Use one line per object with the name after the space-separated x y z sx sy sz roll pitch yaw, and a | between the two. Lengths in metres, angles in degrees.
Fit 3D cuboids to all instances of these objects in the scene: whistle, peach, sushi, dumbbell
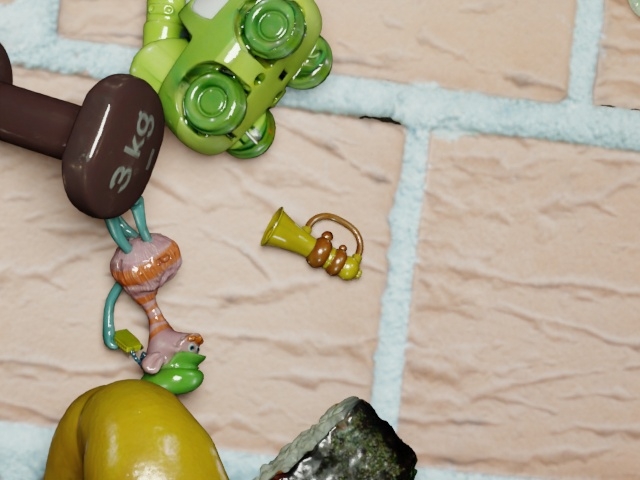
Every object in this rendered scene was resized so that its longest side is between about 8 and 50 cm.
-0.004 0.002 1.478 0.109 0.057 0.046 24 130 -14 | whistle
-0.176 0.252 1.341 0.153 0.251 0.251 -8 89 -36 | peach
-0.007 0.265 1.419 0.225 0.124 0.127 -43 93 -12 | sushi
-0.271 -0.113 1.363 0.225 0.124 0.140 17 82 20 | dumbbell

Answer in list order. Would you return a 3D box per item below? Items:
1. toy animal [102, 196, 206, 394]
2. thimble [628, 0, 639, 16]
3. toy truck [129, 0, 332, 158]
-0.182 0.056 1.427 0.103 0.100 0.208 -15 99 15 | toy animal
0.397 -0.296 1.446 0.150 0.219 0.219 -39 93 -10 | thimble
-0.108 -0.183 1.420 0.210 0.148 0.187 23 87 17 | toy truck
